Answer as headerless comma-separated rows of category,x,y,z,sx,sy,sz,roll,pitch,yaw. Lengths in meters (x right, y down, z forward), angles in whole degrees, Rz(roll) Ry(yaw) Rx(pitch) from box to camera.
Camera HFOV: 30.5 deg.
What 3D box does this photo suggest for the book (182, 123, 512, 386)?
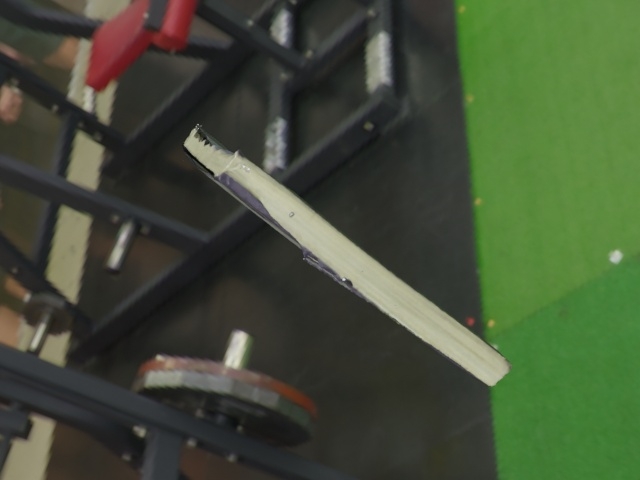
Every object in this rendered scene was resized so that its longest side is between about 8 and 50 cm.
book,-0.001,0.001,0.613,0.026,0.157,0.231,-52,13,0
